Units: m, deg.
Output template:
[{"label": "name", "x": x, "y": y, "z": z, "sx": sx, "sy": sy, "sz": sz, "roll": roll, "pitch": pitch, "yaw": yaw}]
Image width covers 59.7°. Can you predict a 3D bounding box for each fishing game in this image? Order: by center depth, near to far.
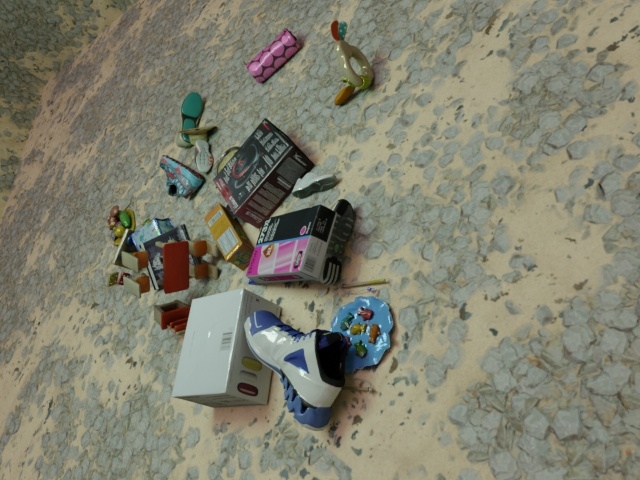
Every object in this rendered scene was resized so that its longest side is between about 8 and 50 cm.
[{"label": "fishing game", "x": 0.083, "y": 0.210, "z": 1.267, "sx": 0.189, "sy": 0.041, "sz": 0.264, "roll": -8, "pitch": 61, "yaw": 42}]

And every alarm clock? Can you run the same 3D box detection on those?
[{"label": "alarm clock", "x": -0.270, "y": -0.251, "z": 1.840, "sx": 0.192, "sy": 0.064, "sz": 0.129, "roll": -28, "pitch": 49, "yaw": 31}]

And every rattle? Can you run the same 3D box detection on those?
[{"label": "rattle", "x": 0.054, "y": -0.516, "z": 1.616, "sx": 0.143, "sy": 0.199, "sz": 0.130, "roll": -12, "pitch": 36, "yaw": 55}]

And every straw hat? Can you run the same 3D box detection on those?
[{"label": "straw hat", "x": -0.458, "y": -0.388, "z": 2.089, "sx": 0.144, "sy": 0.144, "sz": 0.061, "roll": 8, "pitch": 113, "yaw": 44}]

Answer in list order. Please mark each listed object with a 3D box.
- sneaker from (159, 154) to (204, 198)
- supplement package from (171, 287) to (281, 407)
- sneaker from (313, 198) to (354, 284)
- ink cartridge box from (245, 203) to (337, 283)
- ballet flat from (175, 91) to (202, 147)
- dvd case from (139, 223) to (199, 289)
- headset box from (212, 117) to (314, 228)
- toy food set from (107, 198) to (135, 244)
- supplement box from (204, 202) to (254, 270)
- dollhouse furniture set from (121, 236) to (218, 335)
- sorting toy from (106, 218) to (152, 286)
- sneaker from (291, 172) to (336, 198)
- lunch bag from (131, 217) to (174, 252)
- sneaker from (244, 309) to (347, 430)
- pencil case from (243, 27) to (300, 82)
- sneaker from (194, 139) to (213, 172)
[{"label": "sneaker", "x": -0.535, "y": -0.228, "z": 2.036, "sx": 0.262, "sy": 0.104, "sz": 0.125, "roll": 30, "pitch": 89, "yaw": 47}, {"label": "supplement package", "x": -0.237, "y": 0.280, "z": 1.431, "sx": 0.204, "sy": 0.145, "sz": 0.262, "roll": -15, "pitch": 57, "yaw": 36}, {"label": "sneaker", "x": 0.000, "y": 0.000, "z": 1.435, "sx": 0.132, "sy": 0.086, "sz": 0.228, "roll": -2, "pitch": 65, "yaw": 44}, {"label": "ink cartridge box", "x": -0.102, "y": 0.019, "z": 1.462, "sx": 0.371, "sy": 0.069, "sz": 0.175, "roll": -12, "pitch": 57, "yaw": 58}, {"label": "ballet flat", "x": -0.522, "y": -0.470, "z": 2.193, "sx": 0.086, "sy": 0.086, "sz": 0.248, "roll": -15, "pitch": 57, "yaw": 35}, {"label": "dvd case", "x": -0.494, "y": 0.058, "z": 1.826, "sx": 0.221, "sy": 0.018, "sz": 0.164, "roll": -21, "pitch": 88, "yaw": 31}, {"label": "headset box", "x": -0.189, "y": -0.196, "z": 1.700, "sx": 0.293, "sy": 0.110, "sz": 0.218, "roll": -48, "pitch": 43, "yaw": 8}, {"label": "toy food set", "x": -0.805, "y": -0.075, "z": 2.208, "sx": 0.128, "sy": 0.071, "sz": 0.218, "roll": -42, "pitch": 44, "yaw": 15}, {"label": "supplement box", "x": -0.274, "y": -0.014, "z": 1.693, "sx": 0.080, "sy": 0.078, "sz": 0.233, "roll": -44, "pitch": 45, "yaw": 9}, {"label": "dollhouse furniture set", "x": -0.421, "y": 0.129, "z": 1.633, "sx": 0.135, "sy": 0.262, "sz": 0.259, "roll": 19, "pitch": 113, "yaw": 44}, {"label": "sorting toy", "x": -0.665, "y": 0.047, "z": 1.978, "sx": 0.046, "sy": 0.132, "sz": 0.274, "roll": 19, "pitch": 83, "yaw": 16}, {"label": "sneaker", "x": -0.019, "y": -0.168, "z": 1.574, "sx": 0.152, "sy": 0.054, "sz": 0.061, "roll": -14, "pitch": 54, "yaw": 36}, {"label": "lunch bag", "x": -0.555, "y": 0.015, "z": 1.917, "sx": 0.129, "sy": 0.096, "sz": 0.151, "roll": -31, "pitch": 78, "yaw": 25}, {"label": "sneaker", "x": -0.033, "y": 0.247, "z": 1.265, "sx": 0.182, "sy": 0.127, "sz": 0.315, "roll": -57, "pitch": 48, "yaw": 18}, {"label": "pencil case", "x": -0.170, "y": -0.660, "z": 1.981, "sx": 0.209, "sy": 0.095, "sz": 0.098, "roll": -33, "pitch": 32, "yaw": 20}, {"label": "sneaker", "x": -0.430, "y": -0.294, "z": 2.029, "sx": 0.065, "sy": 0.061, "sz": 0.158, "roll": -56, "pitch": 34, "yaw": 42}]
